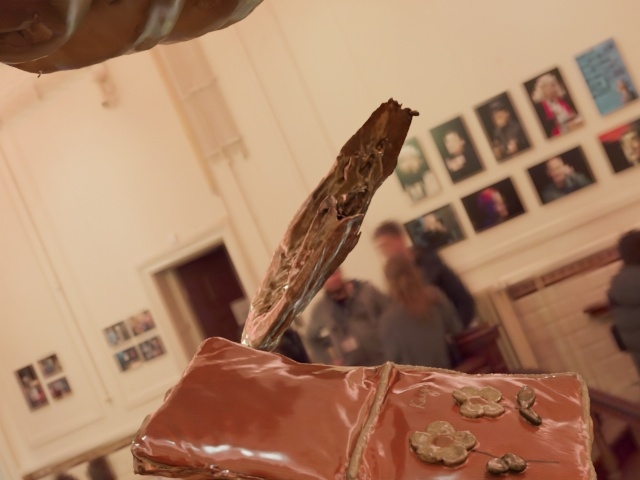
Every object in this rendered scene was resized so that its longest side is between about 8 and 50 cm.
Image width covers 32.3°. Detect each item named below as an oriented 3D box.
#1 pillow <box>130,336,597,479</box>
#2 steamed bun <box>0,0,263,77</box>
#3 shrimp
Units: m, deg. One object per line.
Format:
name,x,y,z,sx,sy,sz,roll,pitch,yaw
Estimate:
pillow,0.027,0.101,0.585,0.233,0.043,0.126,6,22,7
steamed bun,-0.182,-0.254,0.755,0.339,0.352,0.247,-40,35,28
shrimp,0.000,0.000,0.779,0.223,0.047,0.126,-58,5,16
